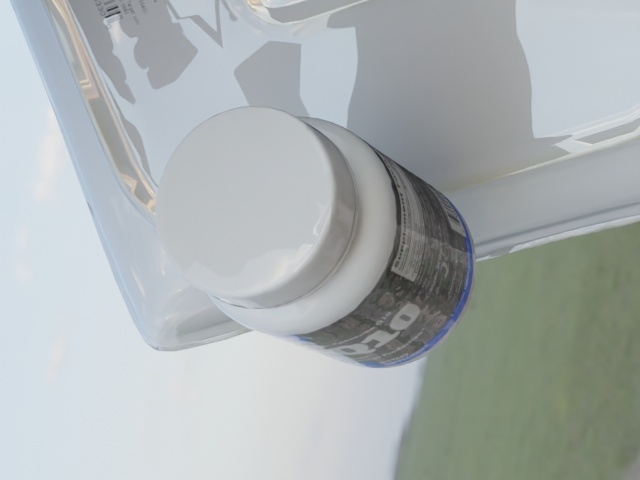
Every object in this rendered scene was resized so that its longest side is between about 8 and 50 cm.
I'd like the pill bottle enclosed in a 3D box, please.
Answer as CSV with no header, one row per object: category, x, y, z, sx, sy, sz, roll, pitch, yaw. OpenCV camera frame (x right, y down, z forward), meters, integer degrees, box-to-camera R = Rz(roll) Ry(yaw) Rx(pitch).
pill bottle,0.000,0.000,0.682,0.137,0.078,0.078,26,-108,-65

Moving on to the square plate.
square plate,0.007,-0.140,0.745,0.347,0.344,0.049,68,-157,-13
